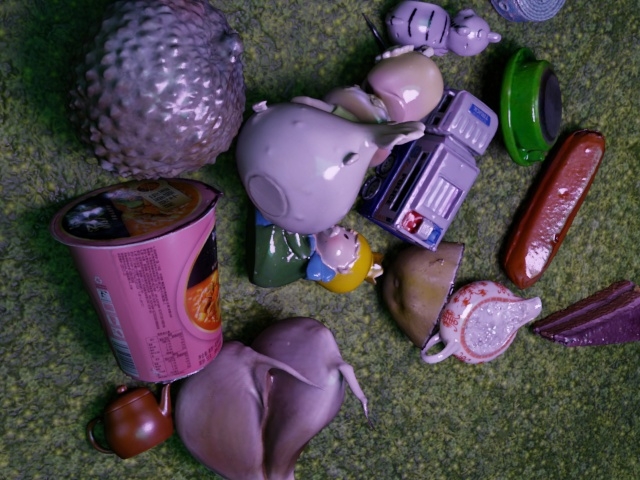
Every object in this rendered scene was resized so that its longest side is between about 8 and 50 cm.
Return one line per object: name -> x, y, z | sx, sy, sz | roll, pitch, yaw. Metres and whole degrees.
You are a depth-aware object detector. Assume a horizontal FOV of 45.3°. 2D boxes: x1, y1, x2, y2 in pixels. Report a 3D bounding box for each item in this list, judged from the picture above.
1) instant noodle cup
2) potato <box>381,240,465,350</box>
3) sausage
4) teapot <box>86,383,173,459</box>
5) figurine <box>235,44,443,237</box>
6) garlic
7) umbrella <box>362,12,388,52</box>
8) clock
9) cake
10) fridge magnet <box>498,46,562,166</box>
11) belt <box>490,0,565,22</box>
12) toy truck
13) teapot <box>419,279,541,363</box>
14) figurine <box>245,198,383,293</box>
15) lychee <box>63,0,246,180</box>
instant noodle cup -> -0.246, 0.061, 1.130 | 0.244, 0.244, 0.254 | -18, 119, -18
potato -> 0.169, 0.081, 1.354 | 0.117, 0.182, 0.202 | 20, 131, 3
sausage -> 0.437, -0.060, 1.448 | 0.102, 0.102, 0.330 | 26, 91, -27
teapot -> -0.301, 0.282, 1.221 | 0.173, 0.116, 0.116 | -27, 115, 14
figurine -> 0.071, -0.169, 1.137 | 0.394, 0.275, 0.226 | -41, 118, -30
garlic -> -0.093, 0.242, 1.201 | 0.232, 0.245, 0.340 | 9, 144, -27
umbrella -> 0.112, -0.317, 1.283 | 0.022, 0.022, 0.148 | -50, 120, -34
clock -> 0.197, -0.347, 1.257 | 0.176, 0.117, 0.079 | 4, 101, -23
cake -> 0.567, 0.156, 1.552 | 0.295, 0.116, 0.112 | -9, 103, -24
fridge magnet -> 0.365, -0.233, 1.342 | 0.208, 0.088, 0.207 | -3, 93, -57
belt -> 0.359, -0.461, 1.319 | 0.147, 0.082, 0.163 | -44, 117, -12
toy truck -> 0.192, -0.127, 1.291 | 0.124, 0.155, 0.267 | 29, 90, -26
teapot -> 0.287, 0.159, 1.433 | 0.246, 0.116, 0.159 | -35, 127, -14
figurine -> -0.003, -0.004, 1.268 | 0.234, 0.127, 0.185 | 0, 87, -14
lychee -> -0.221, -0.210, 1.046 | 0.275, 0.255, 0.255 | -17, 116, 24
